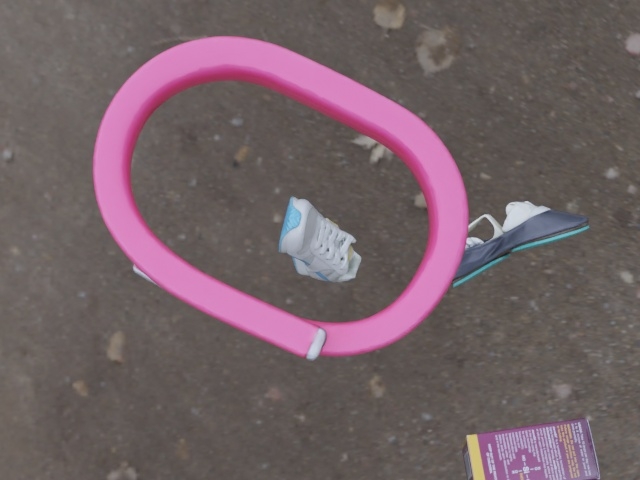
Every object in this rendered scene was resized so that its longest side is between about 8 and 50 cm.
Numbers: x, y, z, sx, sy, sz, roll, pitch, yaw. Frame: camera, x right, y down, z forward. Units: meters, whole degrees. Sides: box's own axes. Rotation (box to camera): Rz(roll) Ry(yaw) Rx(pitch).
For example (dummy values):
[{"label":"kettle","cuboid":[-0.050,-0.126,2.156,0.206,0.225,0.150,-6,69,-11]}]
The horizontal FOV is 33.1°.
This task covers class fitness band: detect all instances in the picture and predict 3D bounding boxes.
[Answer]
[{"label":"fitness band","cuboid":[-0.030,-0.033,0.818,0.291,0.054,0.209,26,86,0]}]

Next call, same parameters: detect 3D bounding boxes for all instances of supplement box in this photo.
[{"label":"supplement box","cuboid":[0.142,0.150,0.736,0.083,0.055,0.043,-9,72,2]}]

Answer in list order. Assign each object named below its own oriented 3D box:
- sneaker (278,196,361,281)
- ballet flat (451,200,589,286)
[{"label":"sneaker","cuboid":[0.000,0.000,1.565,0.092,0.229,0.087,12,77,16]},{"label":"ballet flat","cuboid":[0.231,-0.007,1.336,0.203,0.074,0.074,-27,72,32]}]
